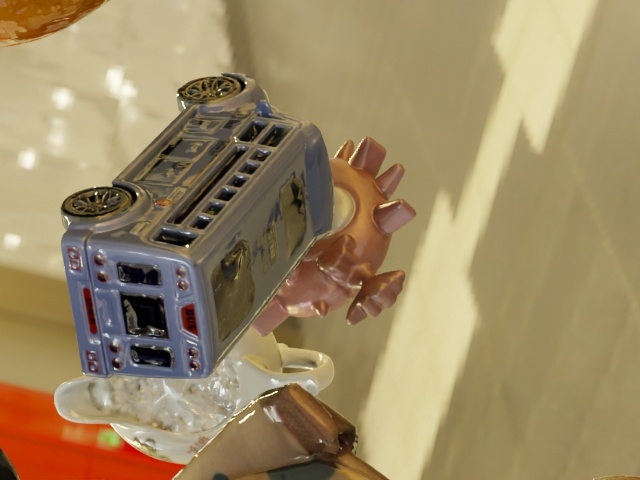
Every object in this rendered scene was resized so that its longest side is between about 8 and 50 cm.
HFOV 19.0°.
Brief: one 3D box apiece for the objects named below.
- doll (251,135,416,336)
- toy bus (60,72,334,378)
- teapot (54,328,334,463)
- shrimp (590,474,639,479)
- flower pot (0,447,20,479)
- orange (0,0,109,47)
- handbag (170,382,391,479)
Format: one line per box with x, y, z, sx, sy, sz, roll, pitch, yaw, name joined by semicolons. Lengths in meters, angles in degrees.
0.000;0.000;1.816;0.211;0.093;0.262;-46;37;6;doll
-0.078;-0.016;1.410;0.292;0.133;0.125;-52;-37;-54;toy bus
-0.134;0.146;2.085;0.139;0.298;0.204;-81;-19;-79;teapot
0.142;0.263;1.073;0.287;0.152;0.063;-55;-3;-15;shrimp
-0.328;0.266;1.357;0.267;0.266;0.266;-86;14;-50;flower pot
-0.232;-0.256;1.327;0.246;0.246;0.246;-166;90;-81;orange
0.009;0.190;0.693;0.193;0.251;0.190;-62;-6;29;handbag
